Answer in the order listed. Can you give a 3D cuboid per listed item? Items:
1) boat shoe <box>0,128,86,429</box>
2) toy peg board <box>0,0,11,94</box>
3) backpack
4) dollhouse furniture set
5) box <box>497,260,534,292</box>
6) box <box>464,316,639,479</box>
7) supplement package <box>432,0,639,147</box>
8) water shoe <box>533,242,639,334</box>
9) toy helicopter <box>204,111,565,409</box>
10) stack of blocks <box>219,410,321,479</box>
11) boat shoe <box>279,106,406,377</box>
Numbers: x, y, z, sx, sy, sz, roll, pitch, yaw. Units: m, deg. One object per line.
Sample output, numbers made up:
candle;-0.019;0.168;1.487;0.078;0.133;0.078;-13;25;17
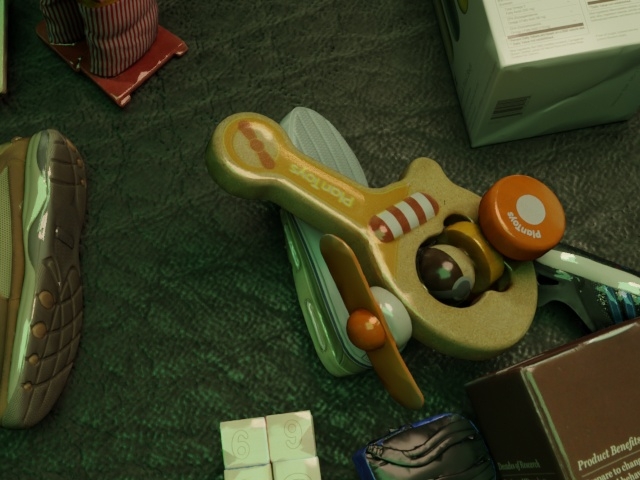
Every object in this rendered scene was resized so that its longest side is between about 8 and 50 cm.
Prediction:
boat shoe;-0.323;0.038;0.913;0.116;0.123;0.324;-4;66;6
toy peg board;-0.441;-0.246;1.027;0.161;0.079;0.160;0;88;1
backpack;0.101;0.224;0.855;0.120;0.101;0.098;-21;80;-16
dollhouse furniture set;-0.166;-0.365;0.998;0.152;0.201;0.374;37;70;11
box;0.191;0.027;0.960;0.083;0.018;0.067;-39;76;-11
box;0.300;0.271;0.784;0.191;0.143;0.381;-16;81;-19
supplement package;0.243;-0.274;0.960;0.198;0.199;0.262;-10;73;-3
water shoe;0.318;0.069;0.933;0.203;0.073;0.080;23;103;5
toy helicopter;0.044;0.001;0.827;0.355;0.140;0.235;29;60;-5
stack of blocks;-0.031;0.313;0.791;0.087;0.171;0.297;-7;72;-2
boat shoe;0.000;0.000;0.927;0.109;0.094;0.302;7;59;-42
